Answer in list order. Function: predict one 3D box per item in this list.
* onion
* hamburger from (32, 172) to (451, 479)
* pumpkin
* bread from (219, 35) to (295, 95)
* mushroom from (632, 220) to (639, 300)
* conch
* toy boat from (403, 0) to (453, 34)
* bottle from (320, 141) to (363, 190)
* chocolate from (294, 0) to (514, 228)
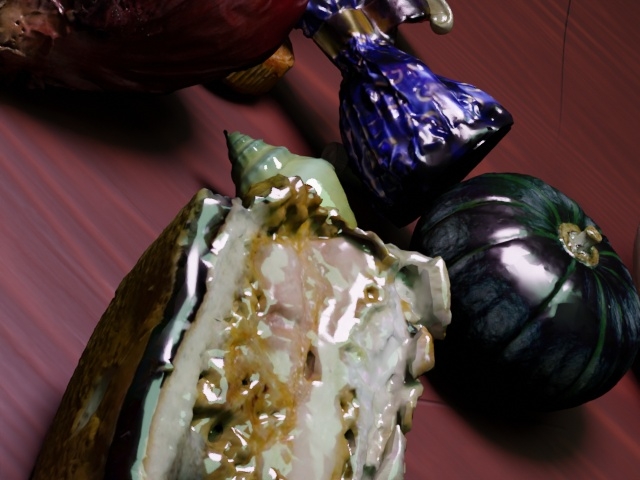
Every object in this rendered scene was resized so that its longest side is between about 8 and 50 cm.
[{"bbox_3d":[-0.136,-0.228,1.186,0.221,0.281,0.281,77,-4,-49],"label":"onion"},{"bbox_3d":[-0.050,0.100,0.894,0.167,0.192,0.288,28,57,-15],"label":"hamburger"},{"bbox_3d":[0.157,0.036,1.260,0.202,0.140,0.202,30,34,-23],"label":"pumpkin"},{"bbox_3d":[-0.065,-0.154,1.326,0.085,0.053,0.085,37,32,-28],"label":"bread"},{"bbox_3d":[0.463,0.042,1.437,0.325,0.353,0.353,45,22,-38],"label":"mushroom"},{"bbox_3d":[-0.004,0.000,1.178,0.201,0.079,0.095,61,16,-3],"label":"conch"},{"bbox_3d":[0.060,-0.260,1.586,0.071,0.089,0.185,-21,62,-9],"label":"toy boat"},{"bbox_3d":[0.039,-0.054,1.345,0.083,0.030,0.030,22,35,-31],"label":"bottle"},{"bbox_3d":[0.015,-0.176,1.311,0.148,0.126,0.343,-27,73,-23],"label":"chocolate"}]
